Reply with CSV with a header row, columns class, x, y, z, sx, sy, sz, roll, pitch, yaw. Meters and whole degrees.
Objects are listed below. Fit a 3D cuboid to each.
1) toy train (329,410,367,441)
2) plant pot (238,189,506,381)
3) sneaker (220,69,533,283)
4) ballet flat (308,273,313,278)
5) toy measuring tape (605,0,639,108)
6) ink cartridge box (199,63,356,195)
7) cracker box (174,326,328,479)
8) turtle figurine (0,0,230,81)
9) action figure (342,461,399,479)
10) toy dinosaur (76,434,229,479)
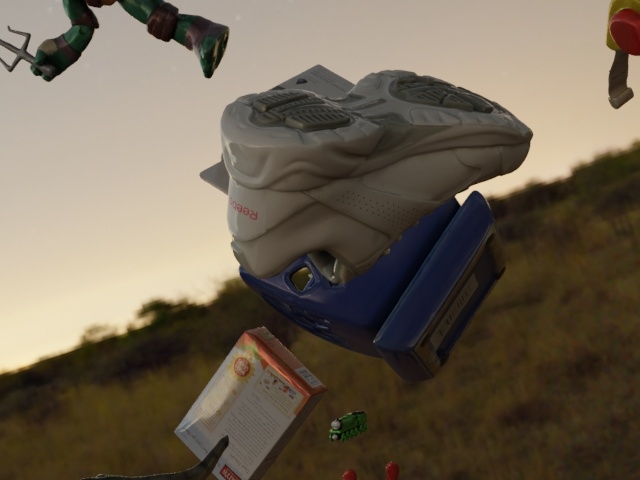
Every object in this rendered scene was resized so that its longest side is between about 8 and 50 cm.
class,x,y,z,sx,sy,sz,roll,pitch,yaw
toy train,0.029,0.189,1.172,0.017,0.024,0.083,0,-1,21
plant pot,0.078,0.024,1.320,0.236,0.212,0.236,-56,-20,-8
sneaker,0.031,-0.034,0.682,0.232,0.115,0.090,-10,33,-38
ballet flat,0.000,0.000,1.888,0.147,0.409,0.147,-35,-20,-15
toy measuring tape,0.470,-0.276,1.639,0.121,0.121,0.330,-18,-33,-1
ink cartridge box,-0.013,-0.086,1.021,0.180,0.104,0.060,-38,-26,-51
cracker box,-0.116,0.279,1.875,0.232,0.155,0.067,-54,-20,19
turtle figurine,-0.190,-0.218,0.953,0.234,0.118,0.175,14,-34,7
action figure,0.090,0.359,1.397,0.091,0.139,0.280,-10,36,-7
toy dinosaur,-0.214,0.288,1.204,0.268,0.118,0.064,-7,18,-29
